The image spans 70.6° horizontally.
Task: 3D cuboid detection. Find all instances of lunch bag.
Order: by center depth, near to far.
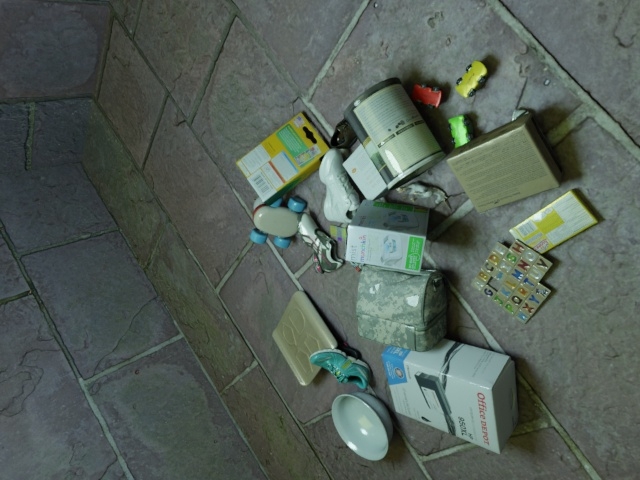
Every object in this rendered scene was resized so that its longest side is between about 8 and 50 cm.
[{"bbox_3d":[0.280,0.211,1.557,0.305,0.212,0.256,8,113,42],"label":"lunch bag"}]

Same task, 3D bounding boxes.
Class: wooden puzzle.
[{"bbox_3d":[-0.068,0.446,2.073,0.322,0.080,0.348,54,133,27],"label":"wooden puzzle"}]

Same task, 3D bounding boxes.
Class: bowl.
[{"bbox_3d":[0.201,0.760,1.923,0.298,0.134,0.298,20,120,39],"label":"bowl"}]

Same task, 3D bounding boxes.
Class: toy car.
[{"bbox_3d":[0.396,-0.376,1.313,0.239,0.053,0.225,-8,101,47],"label":"toy car"},{"bbox_3d":[-0.204,-0.127,1.951,0.219,0.210,0.238,-66,30,23],"label":"toy car"}]

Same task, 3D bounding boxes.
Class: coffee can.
[{"bbox_3d":[0.226,-0.322,1.389,0.201,0.201,0.275,-36,82,46],"label":"coffee can"}]

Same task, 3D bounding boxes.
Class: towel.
[{"bbox_3d":[0.071,-0.029,1.809,0.083,0.009,0.060,12,114,40],"label":"towel"}]

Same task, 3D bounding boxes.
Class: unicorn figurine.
[{"bbox_3d":[0.328,-0.153,1.451,0.162,0.111,0.060,48,146,39],"label":"unicorn figurine"}]

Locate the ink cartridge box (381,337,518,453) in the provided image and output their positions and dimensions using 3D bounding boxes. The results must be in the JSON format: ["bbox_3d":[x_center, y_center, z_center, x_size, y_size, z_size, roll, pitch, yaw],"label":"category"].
[{"bbox_3d":[0.434,0.494,1.530,0.395,0.166,0.285,7,123,42],"label":"ink cartridge box"}]

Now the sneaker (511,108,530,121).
[{"bbox_3d":[0.538,-0.298,1.216,0.043,0.040,0.109,14,116,38],"label":"sneaker"}]

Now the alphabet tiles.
[{"bbox_3d":[0.580,0.115,1.351,0.198,0.009,0.237,40,138,26],"label":"alphabet tiles"}]

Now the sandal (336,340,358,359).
[{"bbox_3d":[0.099,0.471,1.971,0.179,0.040,0.067,18,118,36],"label":"sandal"}]

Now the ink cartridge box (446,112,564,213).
[{"bbox_3d":[0.496,-0.202,1.226,0.234,0.088,0.193,-21,111,46],"label":"ink cartridge box"}]

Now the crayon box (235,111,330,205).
[{"bbox_3d":[-0.139,-0.313,1.757,0.323,0.083,0.203,-37,76,5],"label":"crayon box"}]

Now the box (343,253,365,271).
[{"bbox_3d":[0.156,0.046,1.744,0.094,0.027,0.137,49,134,17],"label":"box"}]

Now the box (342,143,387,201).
[{"bbox_3d":[0.183,-0.242,1.550,0.170,0.091,0.130,57,137,10],"label":"box"}]

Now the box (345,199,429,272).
[{"bbox_3d":[0.218,-0.021,1.434,0.231,0.262,0.127,10,115,13],"label":"box"}]

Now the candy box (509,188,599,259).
[{"bbox_3d":[0.633,-0.041,1.239,0.105,0.027,0.206,54,136,9],"label":"candy box"}]

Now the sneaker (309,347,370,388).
[{"bbox_3d":[0.085,0.527,1.864,0.275,0.110,0.107,23,131,-12],"label":"sneaker"}]

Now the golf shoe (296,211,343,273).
[{"bbox_3d":[0.000,0.000,1.841,0.120,0.105,0.273,-20,100,35],"label":"golf shoe"}]

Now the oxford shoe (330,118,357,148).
[{"bbox_3d":[0.108,-0.397,1.558,0.083,0.096,0.227,52,133,18],"label":"oxford shoe"}]

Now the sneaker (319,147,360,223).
[{"bbox_3d":[0.084,-0.195,1.653,0.152,0.114,0.305,20,136,33],"label":"sneaker"}]
